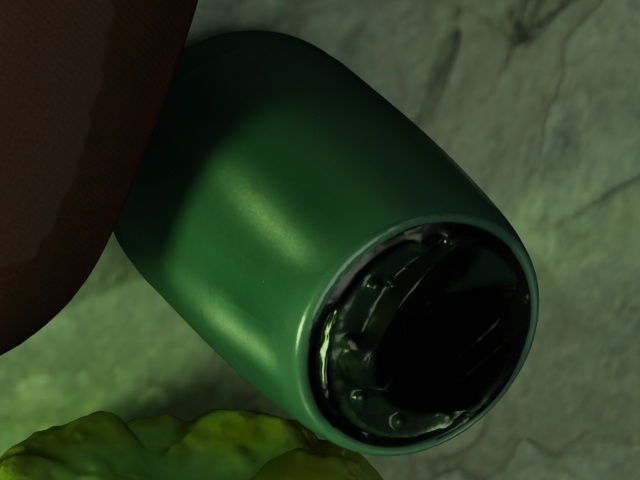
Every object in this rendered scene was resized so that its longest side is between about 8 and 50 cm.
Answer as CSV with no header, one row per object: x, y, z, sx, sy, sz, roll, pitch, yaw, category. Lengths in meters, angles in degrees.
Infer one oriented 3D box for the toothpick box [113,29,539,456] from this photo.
0.000,0.000,0.640,0.120,0.184,0.120,-12,118,-23,toothpick box

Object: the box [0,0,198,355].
-0.231,-0.094,0.524,0.404,0.108,0.263,16,105,-31,box

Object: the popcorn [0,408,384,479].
-0.061,0.170,0.697,0.221,0.184,0.204,-16,107,-5,popcorn
